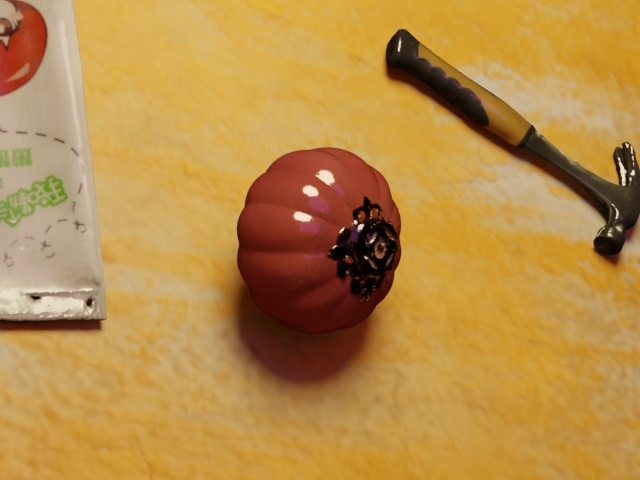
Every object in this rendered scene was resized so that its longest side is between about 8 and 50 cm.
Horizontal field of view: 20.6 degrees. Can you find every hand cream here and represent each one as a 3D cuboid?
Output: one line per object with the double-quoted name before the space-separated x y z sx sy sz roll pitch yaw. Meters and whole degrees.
"hand cream" -0.186 -0.121 0.969 0.121 0.076 0.336 -2 84 -22

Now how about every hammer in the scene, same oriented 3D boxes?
"hammer" 0.128 -0.075 1.145 0.201 0.021 0.078 35 57 -9

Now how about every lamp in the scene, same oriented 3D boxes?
"lamp" 0.000 0.000 1.006 0.107 0.092 0.107 -8 101 -49
